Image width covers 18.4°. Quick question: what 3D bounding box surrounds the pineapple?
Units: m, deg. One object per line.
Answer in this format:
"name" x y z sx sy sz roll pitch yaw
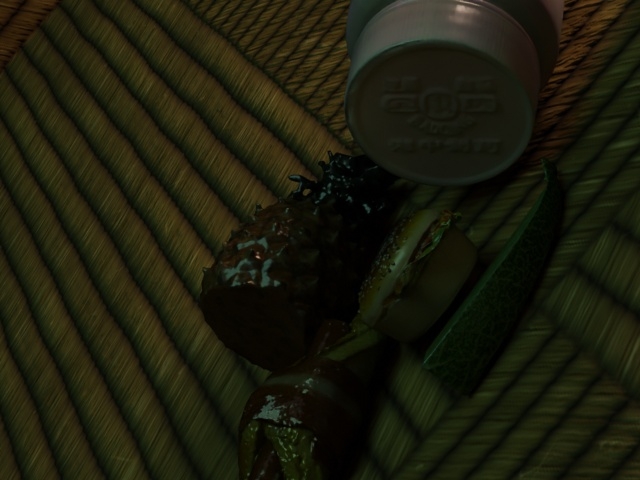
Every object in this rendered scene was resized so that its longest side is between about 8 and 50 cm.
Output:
"pineapple" 0.000 0.000 2.002 0.158 0.158 0.278 -19 26 50

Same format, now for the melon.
"melon" 0.163 0.032 1.787 0.261 0.053 0.114 -58 5 -23

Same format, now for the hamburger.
"hamburger" 0.087 0.027 1.821 0.126 0.081 0.141 -57 8 -26

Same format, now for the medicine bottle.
"medicine bottle" 0.140 -0.244 1.992 0.213 0.213 0.378 -33 30 35

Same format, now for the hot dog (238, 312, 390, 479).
"hot dog" -0.020 0.164 1.830 0.123 0.093 0.261 -22 37 47
